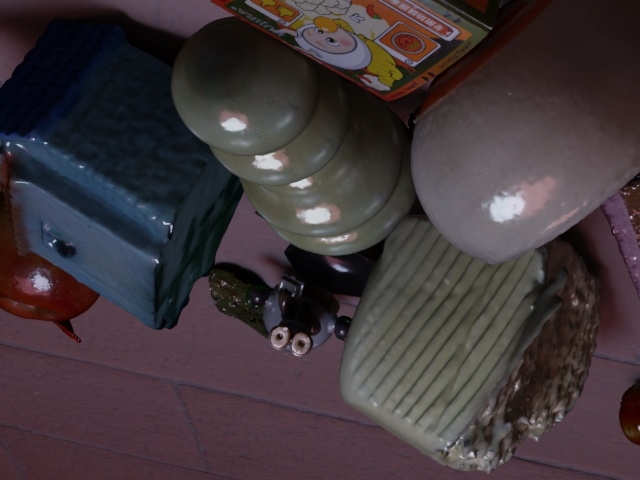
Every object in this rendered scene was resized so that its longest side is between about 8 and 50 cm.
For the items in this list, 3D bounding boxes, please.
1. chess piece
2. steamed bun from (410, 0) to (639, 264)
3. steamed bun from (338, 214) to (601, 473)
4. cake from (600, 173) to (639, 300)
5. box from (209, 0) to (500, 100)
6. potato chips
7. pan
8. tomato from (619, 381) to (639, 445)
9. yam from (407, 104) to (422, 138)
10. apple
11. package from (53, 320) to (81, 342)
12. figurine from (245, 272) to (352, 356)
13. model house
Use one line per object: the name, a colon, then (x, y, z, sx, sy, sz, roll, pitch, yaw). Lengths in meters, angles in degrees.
chess piece: (-0.033, -0.110, 1.666, 0.182, 0.182, 0.330, 7, 167, 22)
steamed bun: (0.193, -0.119, 1.509, 0.177, 0.283, 0.283, 48, 149, -3)
steamed bun: (0.184, 0.126, 1.966, 0.273, 0.290, 0.272, 21, 166, 38)
cake: (0.390, 0.033, 1.857, 0.116, 0.112, 0.295, -4, 140, 34)
box: (0.038, -0.242, 1.487, 0.195, 0.148, 0.177, 28, 153, -19)
potato chips: (-0.081, 0.092, 2.339, 0.142, 0.026, 0.209, 10, 153, 11)
pan: (0.015, 0.001, 2.076, 0.128, 0.048, 0.202, 5, 153, 21)
tomato: (0.422, 0.218, 2.207, 0.087, 0.087, 0.075, -11, 113, 45)
yam: (0.150, -0.085, 1.795, 0.079, 0.079, 0.141, 2, 152, 30)
apple: (-0.351, 0.013, 2.194, 0.181, 0.168, 0.181, 10, 156, 4)
package: (-0.381, 0.065, 2.349, 0.083, 0.022, 0.200, 49, -178, -41)
figurine: (-0.026, 0.095, 2.169, 0.147, 0.093, 0.197, 21, -179, -1)
model house: (-0.259, -0.096, 1.879, 0.329, 0.251, 0.295, 24, 155, 5)
